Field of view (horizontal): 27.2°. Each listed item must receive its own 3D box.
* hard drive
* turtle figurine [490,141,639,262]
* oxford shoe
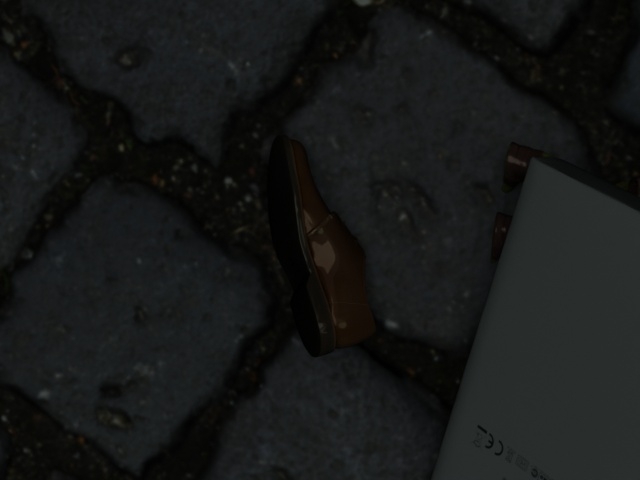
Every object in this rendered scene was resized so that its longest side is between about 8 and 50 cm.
[{"bbox_3d":[0.215,0.135,1.099,0.233,0.047,0.353,34,117,45],"label":"hard drive"},{"bbox_3d":[0.265,-0.005,1.182,0.217,0.087,0.269,10,90,10],"label":"turtle figurine"},{"bbox_3d":[0.000,0.000,1.248,0.076,0.076,0.212,-12,83,-21],"label":"oxford shoe"}]
